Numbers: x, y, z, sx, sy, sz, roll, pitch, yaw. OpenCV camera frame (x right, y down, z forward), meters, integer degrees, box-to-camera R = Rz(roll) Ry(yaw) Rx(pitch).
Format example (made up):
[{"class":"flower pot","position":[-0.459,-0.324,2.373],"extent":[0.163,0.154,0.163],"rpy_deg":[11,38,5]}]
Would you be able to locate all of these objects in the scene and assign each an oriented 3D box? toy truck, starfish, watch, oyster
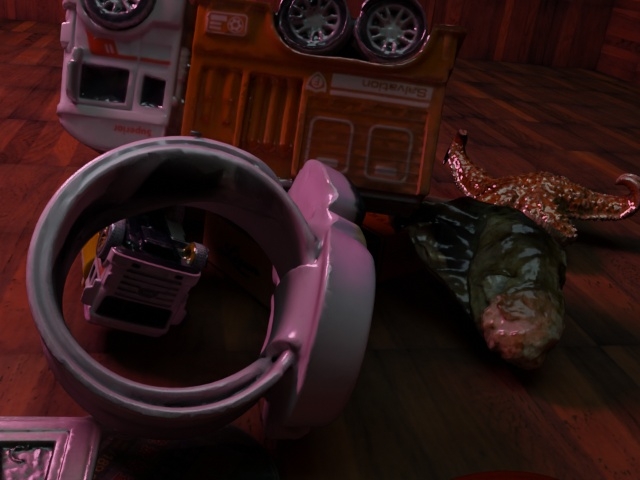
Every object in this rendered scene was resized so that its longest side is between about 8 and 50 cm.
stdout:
[{"class":"toy truck","position":[-0.065,-0.139,0.668],"extent":[0.388,0.206,0.173],"rpy_deg":[8,-4,3]},{"class":"starfish","position":[0.301,-0.075,0.980],"extent":[0.312,0.113,0.303],"rpy_deg":[-16,34,-36]},{"class":"watch","position":[-0.089,0.027,0.502],"extent":[0.232,0.196,0.244],"rpy_deg":[11,65,-11]},{"class":"toy truck","position":[-0.192,0.008,0.659],"extent":[0.098,0.114,0.227],"rpy_deg":[18,17,-29]},{"class":"oyster","position":[0.162,0.005,0.703],"extent":[0.166,0.094,0.294],"rpy_deg":[-20,47,-32]}]

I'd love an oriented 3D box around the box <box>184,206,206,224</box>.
[{"class":"box","position":[-0.173,-0.099,0.862],"extent":[0.210,0.147,0.129],"rpy_deg":[-1,17,-21]}]

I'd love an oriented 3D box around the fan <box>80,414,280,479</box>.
[{"class":"fan","position":[-0.168,0.181,0.408],"extent":[0.295,0.012,0.223],"rpy_deg":[2,26,-10]}]

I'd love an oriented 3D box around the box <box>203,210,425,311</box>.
[{"class":"box","position":[0.000,-0.001,0.780],"extent":[0.237,0.070,0.152],"rpy_deg":[-15,33,-37]}]

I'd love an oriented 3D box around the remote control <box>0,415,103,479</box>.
[{"class":"remote control","position":[-0.293,0.156,0.371],"extent":[0.313,0.055,0.109],"rpy_deg":[3,34,-8]}]

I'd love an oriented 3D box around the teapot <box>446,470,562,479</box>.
[{"class":"teapot","position":[0.105,0.214,0.288],"extent":[0.178,0.135,0.252],"rpy_deg":[-42,65,-16]}]
